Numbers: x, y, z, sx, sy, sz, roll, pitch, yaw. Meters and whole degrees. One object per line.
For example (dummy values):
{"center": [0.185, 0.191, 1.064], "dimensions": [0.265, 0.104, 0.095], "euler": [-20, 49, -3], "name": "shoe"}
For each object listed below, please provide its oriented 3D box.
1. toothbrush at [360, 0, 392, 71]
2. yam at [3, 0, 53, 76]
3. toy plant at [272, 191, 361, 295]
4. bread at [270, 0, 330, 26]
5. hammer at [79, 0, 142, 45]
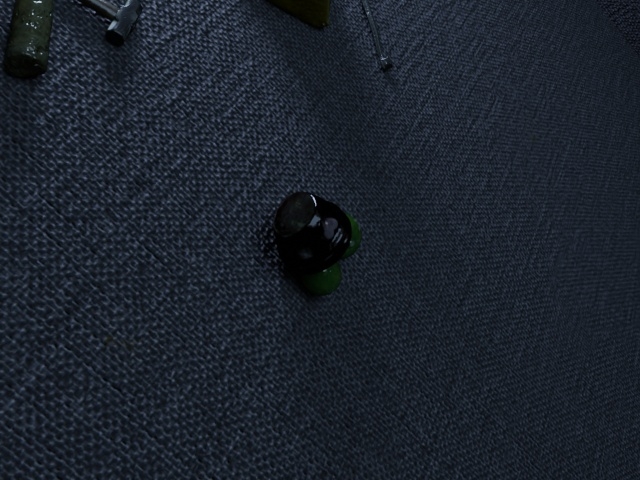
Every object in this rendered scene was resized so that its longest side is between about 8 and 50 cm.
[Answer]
{"center": [0.162, -0.646, 1.854], "dimensions": [0.030, 0.030, 0.297], "euler": [12, 59, -62], "name": "toothbrush"}
{"center": [-0.553, -0.397, 1.166], "dimensions": [0.078, 0.078, 0.179], "euler": [10, 63, -34], "name": "yam"}
{"center": [0.000, 0.000, 1.365], "dimensions": [0.235, 0.175, 0.218], "euler": [51, 50, -45], "name": "toy plant"}
{"center": [0.014, -0.779, 1.581], "dimensions": [0.244, 0.361, 0.233], "euler": [19, 59, -27], "name": "bread"}
{"center": [-0.552, -0.539, 1.259], "dimensions": [0.365, 0.043, 0.111], "euler": [28, 57, -22], "name": "hammer"}
